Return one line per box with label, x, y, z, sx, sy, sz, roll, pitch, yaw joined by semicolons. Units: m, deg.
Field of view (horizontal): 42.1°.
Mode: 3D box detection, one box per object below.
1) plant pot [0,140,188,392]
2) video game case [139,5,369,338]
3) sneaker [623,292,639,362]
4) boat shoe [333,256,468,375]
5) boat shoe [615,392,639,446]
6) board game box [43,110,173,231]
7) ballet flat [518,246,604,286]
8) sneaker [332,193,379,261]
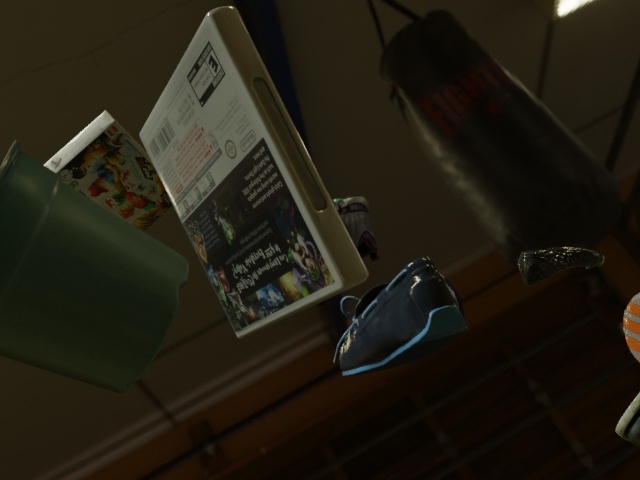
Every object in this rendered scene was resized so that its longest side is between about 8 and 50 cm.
plant pot;-0.417;0.069;1.341;0.334;0.341;0.341;29;-59;-20
video game case;-0.054;-0.030;0.540;0.022;0.173;0.190;-24;-4;-28
sneaker;0.479;0.107;0.824;0.180;0.321;0.124;-11;-66;-23
boat shoe;0.085;0.084;0.891;0.109;0.089;0.258;-10;-16;-26
boat shoe;0.474;0.228;1.027;0.319;0.099;0.116;15;-69;-46
board game box;-0.455;-0.128;1.849;0.193;0.053;0.305;-43;-35;-3
ballet flat;0.351;0.035;1.217;0.173;0.057;0.049;-4;-83;-33
sneaker;0.000;0.000;1.096;0.224;0.098;0.083;-13;-13;-45
